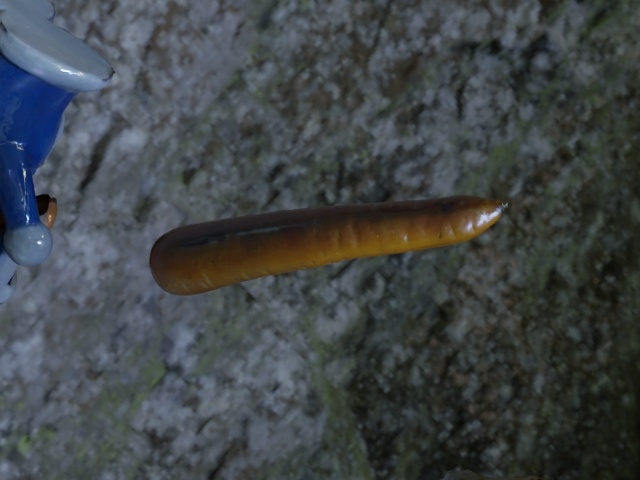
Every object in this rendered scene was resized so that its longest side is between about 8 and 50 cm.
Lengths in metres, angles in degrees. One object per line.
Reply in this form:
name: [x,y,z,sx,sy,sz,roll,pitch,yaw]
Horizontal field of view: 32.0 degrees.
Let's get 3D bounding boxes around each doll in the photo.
doll: [-0.248,-0.053,0.763,0.257,0.161,0.215,-51,-126,15]

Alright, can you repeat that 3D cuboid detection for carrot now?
carrot: [0.000,0.000,0.564,0.190,0.037,0.037,-8,-142,19]

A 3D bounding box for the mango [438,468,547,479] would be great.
mango: [0.038,0.193,0.467,0.151,0.156,0.249,52,-48,31]
